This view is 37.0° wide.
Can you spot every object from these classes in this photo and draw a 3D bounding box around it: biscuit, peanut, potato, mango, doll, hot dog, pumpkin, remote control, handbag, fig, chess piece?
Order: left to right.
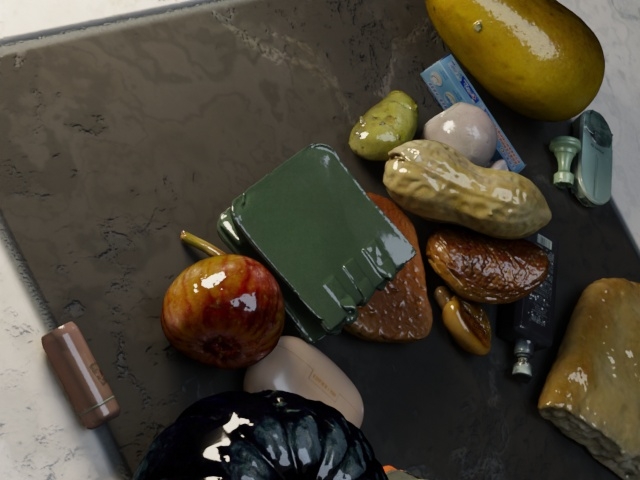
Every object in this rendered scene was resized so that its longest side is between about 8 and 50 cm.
[{"bbox_3d":[-0.134,0.078,1.385,0.175,0.175,0.207,33,35,-22],"label":"fig"},{"bbox_3d":[-0.074,0.365,1.226,0.363,0.266,0.363,13,62,-27],"label":"pumpkin"},{"bbox_3d":[-0.001,0.000,1.489,0.260,0.079,0.247,50,51,3],"label":"handbag"},{"bbox_3d":[0.061,0.044,1.609,0.262,0.052,0.277,1,69,-34],"label":"biscuit"},{"bbox_3d":[0.122,-0.206,1.745,0.105,0.085,0.188,29,49,2],"label":"potato"},{"bbox_3d":[0.254,0.143,1.712,0.140,0.060,0.090,51,45,-17],"label":"hot dog"},{"bbox_3d":[0.259,-0.083,1.685,0.313,0.149,0.149,15,59,-5],"label":"peanut"},{"bbox_3d":[0.306,-0.120,1.811,0.151,0.151,0.287,-38,99,-41],"label":"doll"},{"bbox_3d":[0.296,0.038,1.721,0.227,0.099,0.160,10,36,-6],"label":"hot dog"},{"bbox_3d":[0.382,-0.404,1.925,0.445,0.220,0.301,22,44,-29],"label":"mango"},{"bbox_3d":[0.522,-0.165,2.048,0.067,0.067,0.103,17,70,-31],"label":"chess piece"},{"bbox_3d":[0.598,-0.182,2.116,0.104,0.052,0.247,30,55,-25],"label":"remote control"},{"bbox_3d":[0.643,0.289,1.912,0.429,0.104,0.446,43,52,-14],"label":"biscuit"}]

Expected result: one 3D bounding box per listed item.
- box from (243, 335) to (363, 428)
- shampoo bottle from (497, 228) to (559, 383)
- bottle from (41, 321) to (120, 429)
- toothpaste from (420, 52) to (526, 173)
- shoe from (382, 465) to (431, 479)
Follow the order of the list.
[{"bbox_3d":[-0.024,0.236,1.435,0.200,0.088,0.146,44,48,-15],"label":"box"},{"bbox_3d":[0.395,0.118,1.817,0.098,0.071,0.309,28,56,-26],"label":"shampoo bottle"},{"bbox_3d":[-0.315,0.178,1.260,0.053,0.053,0.140,-26,88,-41],"label":"bottle"},{"bbox_3d":[0.303,-0.240,1.906,0.053,0.066,0.272,-38,95,-40],"label":"toothpaste"},{"bbox_3d":[0.108,0.479,1.411,0.132,0.171,0.336,-11,109,-25],"label":"shoe"}]
